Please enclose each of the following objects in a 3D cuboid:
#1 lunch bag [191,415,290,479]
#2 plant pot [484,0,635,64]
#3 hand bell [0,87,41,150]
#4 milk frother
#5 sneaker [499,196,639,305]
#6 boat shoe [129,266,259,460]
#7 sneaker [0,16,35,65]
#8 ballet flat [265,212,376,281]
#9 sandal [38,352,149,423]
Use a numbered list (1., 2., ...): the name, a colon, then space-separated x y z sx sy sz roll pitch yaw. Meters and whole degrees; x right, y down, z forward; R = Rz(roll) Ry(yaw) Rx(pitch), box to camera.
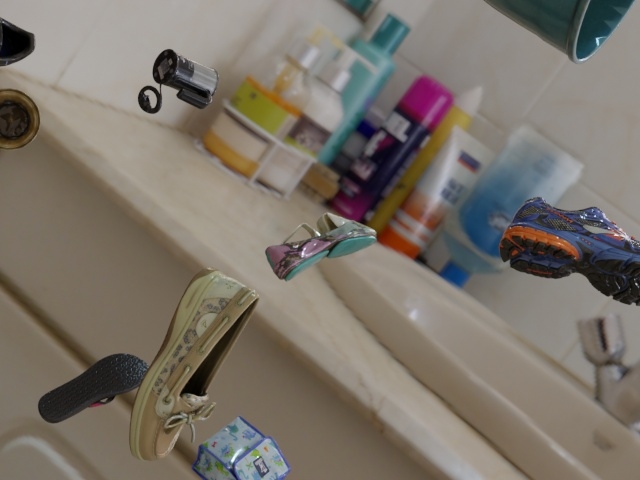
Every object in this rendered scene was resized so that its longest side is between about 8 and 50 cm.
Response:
1. lunch bag: -0.151 0.434 1.965 0.151 0.096 0.129 36 38 20
2. plant pot: 0.241 -0.373 1.111 0.255 0.271 0.272 33 7 18
3. hand bell: -0.651 -0.251 2.146 0.126 0.126 0.242 34 -3 -11
4. milk frother: -0.331 -0.350 2.326 0.135 0.143 0.129 18 61 -48
5. sneaker: 0.314 0.004 1.122 0.221 0.087 0.083 18 -32 1
6. boat shoe: -0.175 0.181 1.373 0.089 0.285 0.104 24 8 17
7. sneaker: -0.487 -0.277 1.335 0.091 0.081 0.232 -4 0 33
8. ballet flat: 0.000 0.000 1.677 0.222 0.077 0.079 -22 72 -38
9. sandal: -0.351 0.230 1.564 0.067 0.179 0.040 54 -25 25
